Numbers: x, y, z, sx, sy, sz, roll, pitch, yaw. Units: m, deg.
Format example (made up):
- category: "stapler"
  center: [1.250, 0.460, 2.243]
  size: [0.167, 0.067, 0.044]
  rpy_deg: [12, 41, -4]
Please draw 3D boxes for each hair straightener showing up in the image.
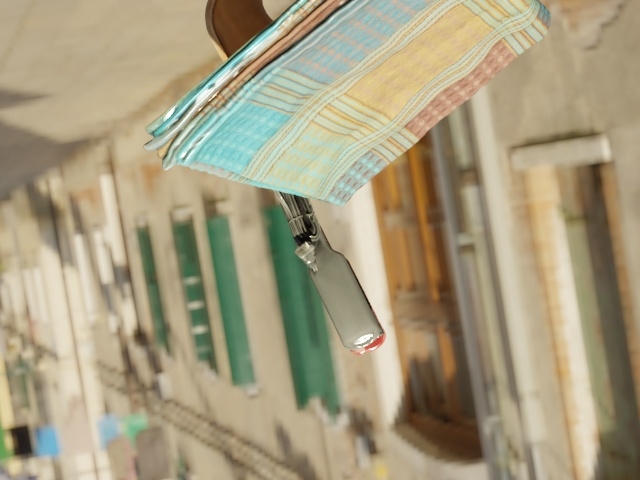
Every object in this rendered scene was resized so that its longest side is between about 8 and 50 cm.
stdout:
- category: "hair straightener"
  center: [0.000, 0.000, 1.572]
  size: [0.047, 0.230, 0.089]
  rpy_deg: [-22, 169, 5]

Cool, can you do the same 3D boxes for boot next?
- category: "boot"
  center: [-0.033, -0.182, 1.554]
  size: [0.152, 0.197, 0.073]
  rpy_deg: [4, 174, 25]

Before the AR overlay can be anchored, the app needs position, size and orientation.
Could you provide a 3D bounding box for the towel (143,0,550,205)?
- category: "towel"
  center: [0.043, -0.130, 1.293]
  size: [0.271, 0.040, 0.370]
  rpy_deg: [-39, 163, 14]
